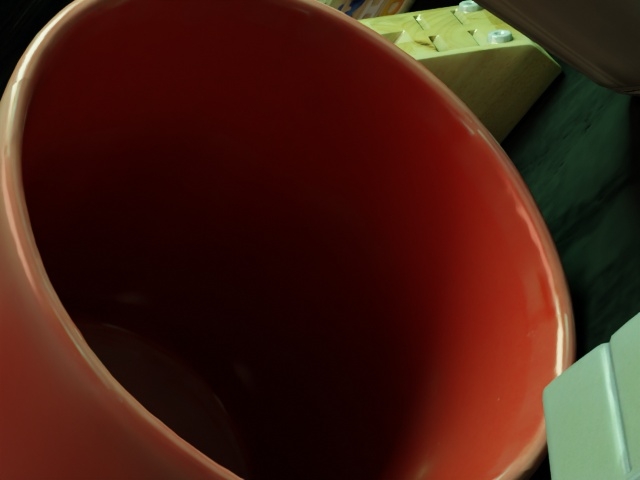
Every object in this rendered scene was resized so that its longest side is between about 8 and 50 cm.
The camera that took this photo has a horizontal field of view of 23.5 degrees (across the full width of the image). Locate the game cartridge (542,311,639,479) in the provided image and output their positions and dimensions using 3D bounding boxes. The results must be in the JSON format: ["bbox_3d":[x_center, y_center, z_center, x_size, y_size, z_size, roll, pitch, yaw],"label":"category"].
[{"bbox_3d":[0.160,0.111,0.394,0.230,0.068,0.355,-47,22,31],"label":"game cartridge"}]

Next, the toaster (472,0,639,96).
[{"bbox_3d":[0.152,-0.150,0.673,0.129,0.146,0.227,-62,21,-16],"label":"toaster"}]

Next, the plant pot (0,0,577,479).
[{"bbox_3d":[-0.062,0.058,0.703,0.243,0.275,0.275,-48,21,42],"label":"plant pot"}]

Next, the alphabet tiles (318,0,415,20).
[{"bbox_3d":[0.035,-0.190,1.181,0.237,0.009,0.198,-58,21,-8],"label":"alphabet tiles"}]

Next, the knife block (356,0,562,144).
[{"bbox_3d":[0.000,0.000,0.900,0.276,0.242,0.088,-9,26,-5],"label":"knife block"}]
